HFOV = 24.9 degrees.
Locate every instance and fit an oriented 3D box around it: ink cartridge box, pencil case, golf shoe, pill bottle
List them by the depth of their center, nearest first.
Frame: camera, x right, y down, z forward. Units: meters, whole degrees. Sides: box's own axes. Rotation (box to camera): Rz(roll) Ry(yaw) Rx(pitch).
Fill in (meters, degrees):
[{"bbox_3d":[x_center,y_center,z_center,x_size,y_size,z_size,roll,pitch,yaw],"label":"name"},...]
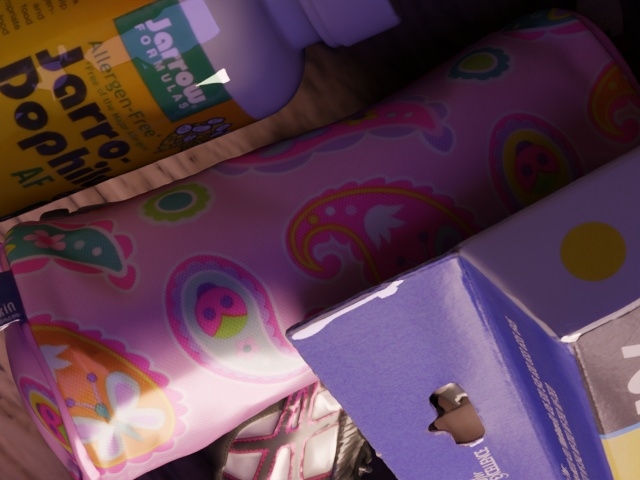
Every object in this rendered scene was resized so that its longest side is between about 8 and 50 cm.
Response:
[{"bbox_3d":[-0.078,-0.090,0.588,0.208,0.117,0.118,-20,124,11],"label":"pill bottle"},{"bbox_3d":[0.000,0.000,0.607,0.284,0.124,0.124,-23,126,-11],"label":"pencil case"},{"bbox_3d":[0.172,0.045,0.625,0.307,0.072,0.303,-30,150,2],"label":"ink cartridge box"},{"bbox_3d":[-0.020,0.098,0.751,0.120,0.105,0.273,31,113,-5],"label":"golf shoe"}]

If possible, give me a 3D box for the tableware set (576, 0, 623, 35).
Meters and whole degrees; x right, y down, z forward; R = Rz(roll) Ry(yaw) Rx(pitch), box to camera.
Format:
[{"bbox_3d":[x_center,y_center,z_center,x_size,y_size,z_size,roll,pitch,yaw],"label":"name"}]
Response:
[{"bbox_3d":[0.182,-0.093,0.649,0.128,0.039,0.194,-5,121,12],"label":"tableware set"}]
